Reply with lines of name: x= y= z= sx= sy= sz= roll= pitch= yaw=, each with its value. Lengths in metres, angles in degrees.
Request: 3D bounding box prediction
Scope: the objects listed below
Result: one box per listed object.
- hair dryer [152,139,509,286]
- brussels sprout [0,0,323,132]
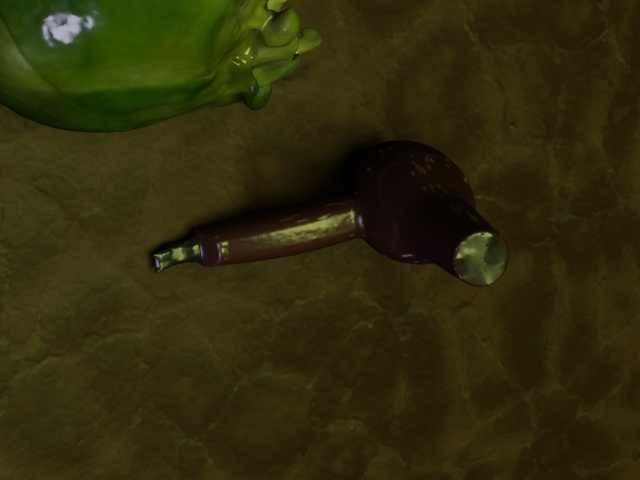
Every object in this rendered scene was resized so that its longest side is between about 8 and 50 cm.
hair dryer: x=0.000 y=0.000 z=1.843 sx=0.340 sy=0.312 sz=0.123 roll=-13 pitch=109 yaw=-8
brussels sprout: x=-0.174 y=-0.243 z=1.637 sx=0.371 sy=0.315 sz=0.276 roll=15 pitch=62 yaw=-70
